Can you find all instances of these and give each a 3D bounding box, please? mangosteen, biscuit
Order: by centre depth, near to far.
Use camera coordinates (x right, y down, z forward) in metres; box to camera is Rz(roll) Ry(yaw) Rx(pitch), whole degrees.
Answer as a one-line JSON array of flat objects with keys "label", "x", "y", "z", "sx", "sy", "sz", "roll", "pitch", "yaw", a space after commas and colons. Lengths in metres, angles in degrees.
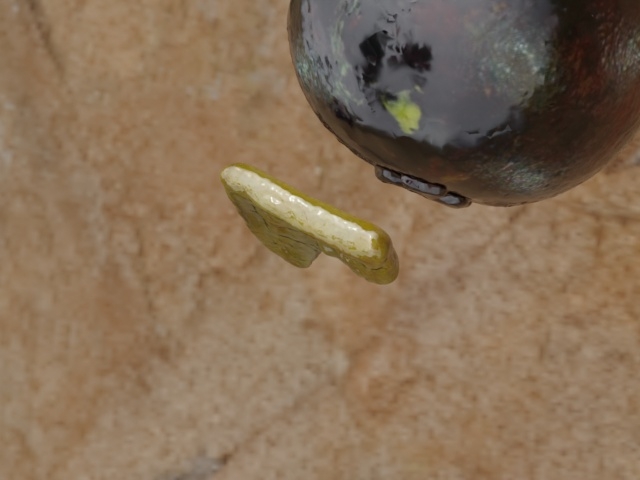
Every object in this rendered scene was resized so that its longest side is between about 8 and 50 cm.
[{"label": "mangosteen", "x": 0.118, "y": -0.164, "z": 1.198, "sx": 0.288, "sy": 0.288, "sz": 0.288, "roll": -8, "pitch": 79, "yaw": 43}, {"label": "biscuit", "x": 0.000, "y": 0.000, "z": 1.561, "sx": 0.183, "sy": 0.174, "sz": 0.039, "roll": 26, "pitch": 74, "yaw": 25}]
